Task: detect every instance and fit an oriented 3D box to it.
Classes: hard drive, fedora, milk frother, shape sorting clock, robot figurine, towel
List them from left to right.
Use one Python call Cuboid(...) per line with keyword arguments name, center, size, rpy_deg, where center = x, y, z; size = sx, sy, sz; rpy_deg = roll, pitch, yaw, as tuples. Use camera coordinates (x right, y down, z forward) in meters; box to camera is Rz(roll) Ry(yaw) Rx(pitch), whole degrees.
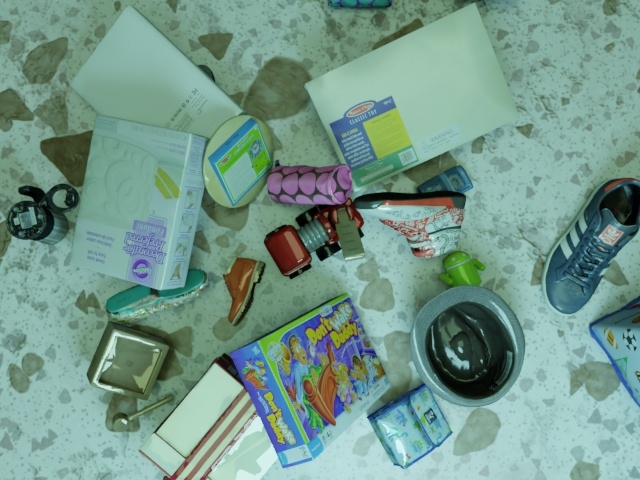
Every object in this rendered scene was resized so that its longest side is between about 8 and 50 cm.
Cuboid(name="milk frother", center=(-0.586, -0.057, 1.370), size=(0.143, 0.135, 0.129), rpy_deg=(4, 86, -2))
Cuboid(name="hard drive", center=(-0.367, -0.317, 1.399), size=(0.353, 0.047, 0.233), rpy_deg=(44, 103, 5))
Cuboid(name="shape sorting clock", center=(-0.179, -0.173, 1.372), size=(0.040, 0.206, 0.206), rpy_deg=(23, 85, 32))
Cuboid(name="towel", center=(0.289, -0.124, 1.451), size=(0.119, 0.029, 0.067), rpy_deg=(-28, 86, -3))
Cuboid(name="robot figurine", center=(0.321, 0.075, 1.417), size=(0.101, 0.067, 0.115), rpy_deg=(-22, 86, -13))
Cuboid(name="fedora", center=(0.313, 0.225, 1.377), size=(0.244, 0.124, 0.275), rpy_deg=(-37, 96, -2))

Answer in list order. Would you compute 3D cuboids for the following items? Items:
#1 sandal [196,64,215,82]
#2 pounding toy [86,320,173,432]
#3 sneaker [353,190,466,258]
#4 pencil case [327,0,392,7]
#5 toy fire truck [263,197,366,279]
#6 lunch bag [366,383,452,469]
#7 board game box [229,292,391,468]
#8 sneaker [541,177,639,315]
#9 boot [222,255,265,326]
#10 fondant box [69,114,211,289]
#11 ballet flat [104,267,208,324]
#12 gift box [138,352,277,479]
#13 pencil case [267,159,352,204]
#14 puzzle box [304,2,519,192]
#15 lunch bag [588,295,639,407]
Cuboid(name="sandal", center=(-0.289, -0.275, 1.442), size=(0.097, 0.054, 0.254), rpy_deg=(5, 95, 6))
Cuboid(name="pounding toy", center=(-0.413, 0.306, 1.367), size=(0.181, 0.094, 0.206), rpy_deg=(24, 86, -27))
Cuboid(name="sneaker", center=(0.197, -0.030, 1.371), size=(0.270, 0.090, 0.145), rpy_deg=(-4, 107, -23))
Cuboid(name="pencil case", center=(0.092, -0.579, 1.459), size=(0.152, 0.070, 0.064), rpy_deg=(-1, 86, -2))
Cuboid(name="toy fire truck", center=(0.000, 0.000, 1.325), size=(0.217, 0.246, 0.158), rpy_deg=(-30, 87, -4))
Cuboid(name="lunch bag", center=(0.203, 0.409, 1.382), size=(0.151, 0.096, 0.128), rpy_deg=(-27, 84, -18))
Cuboid(name="board game box", center=(-0.005, 0.265, 1.265), size=(0.078, 0.347, 0.233), rpy_deg=(-28, 86, 32))
Cuboid(name="sneaker", center=(0.615, 0.007, 1.390), size=(0.131, 0.148, 0.350), rpy_deg=(27, 86, 1))
Cuboid(name="boot", center=(-0.189, 0.112, 1.410), size=(0.085, 0.059, 0.157), rpy_deg=(18, 77, 3))
Cuboid(name="fondant box", center=(-0.383, -0.082, 1.332), size=(0.238, 0.096, 0.330), rpy_deg=(13, 96, 18))
Cuboid(name="ballet flat", center=(-0.359, 0.126, 1.395), size=(0.241, 0.077, 0.091), rpy_deg=(-16, 52, 1))
Cuboid(name="gift box", center=(-0.196, 0.419, 1.287), size=(0.276, 0.255, 0.258), rpy_deg=(41, 84, 5))
Cuboid(name="pencil case", center=(-0.021, -0.127, 1.360), size=(0.098, 0.209, 0.095), rpy_deg=(-33, 119, -38))
Cuboid(name="puzzle box", center=(0.201, -0.312, 1.393), size=(0.409, 0.052, 0.272), rpy_deg=(-24, 101, 5))
Cuboid(name="lunch bag", center=(0.804, 0.300, 1.288), size=(0.239, 0.328, 0.385), rpy_deg=(-28, 86, -2))
